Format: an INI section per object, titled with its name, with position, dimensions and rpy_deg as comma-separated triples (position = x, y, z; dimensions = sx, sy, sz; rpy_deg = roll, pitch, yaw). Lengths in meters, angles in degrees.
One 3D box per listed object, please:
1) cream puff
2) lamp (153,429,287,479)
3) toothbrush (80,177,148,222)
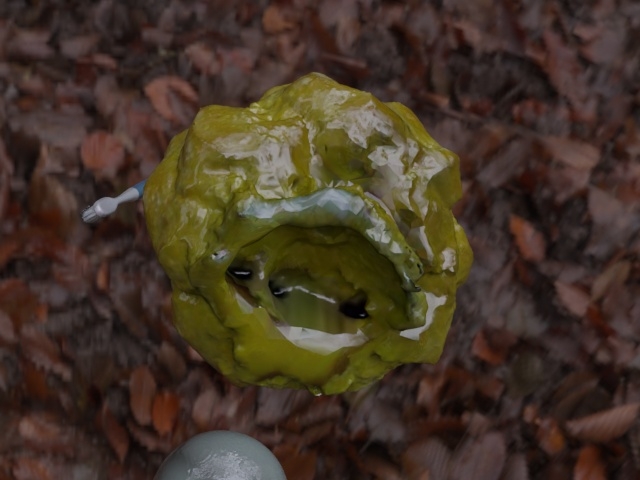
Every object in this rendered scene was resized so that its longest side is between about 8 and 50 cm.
[cream puff]
position = 0.001, 0.002, 1.058
dimensions = 0.282, 0.185, 0.281
rpy_deg = -2, 95, -21
[lamp]
position = -0.075, 0.193, 0.990
dimensions = 0.105, 0.105, 0.105
rpy_deg = 5, 58, -7
[toothbrush]
position = -0.193, -0.051, 1.407
dimensions = 0.025, 0.276, 0.019
rpy_deg = -31, 94, 15
